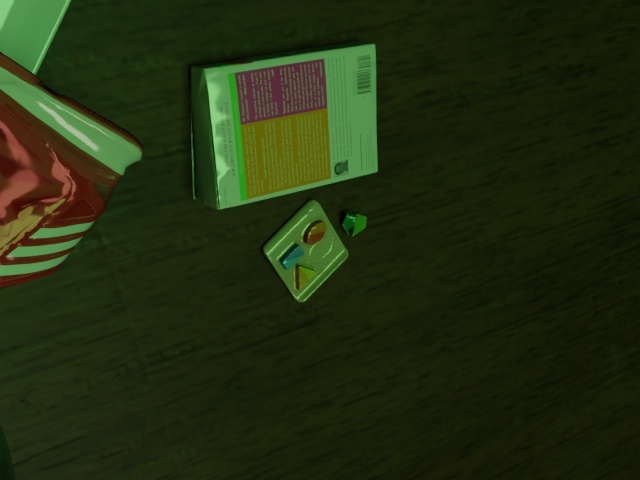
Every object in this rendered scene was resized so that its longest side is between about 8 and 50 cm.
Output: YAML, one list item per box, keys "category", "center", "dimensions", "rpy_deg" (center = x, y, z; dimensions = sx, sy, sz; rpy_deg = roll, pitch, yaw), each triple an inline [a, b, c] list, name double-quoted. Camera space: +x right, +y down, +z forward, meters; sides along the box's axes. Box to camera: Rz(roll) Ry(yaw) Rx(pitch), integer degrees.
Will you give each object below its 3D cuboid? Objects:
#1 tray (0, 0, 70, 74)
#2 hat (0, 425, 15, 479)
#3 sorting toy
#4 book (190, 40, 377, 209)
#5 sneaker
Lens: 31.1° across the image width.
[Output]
- category: "tray"
  center: [-0.201, -0.168, 0.630]
  dimensions: [0.145, 0.030, 0.270]
  rpy_deg: [25, 90, -42]
- category: "hat"
  center: [-0.326, 0.146, 0.571]
  dimensions: [0.331, 0.134, 0.331]
  rpy_deg: [-2, 93, -43]
- category: "sorting toy"
  center: [0.000, 0.000, 0.865]
  dimensions: [0.083, 0.012, 0.062]
  rpy_deg: [-45, 128, -15]
- category: "book"
  center: [-0.021, -0.084, 0.805]
  dimensions: [0.144, 0.035, 0.096]
  rpy_deg: [-14, 112, -35]
- category: "sneaker"
  center: [-0.202, -0.043, 0.602]
  dimensions: [0.221, 0.087, 0.128]
  rpy_deg: [29, 87, -40]
